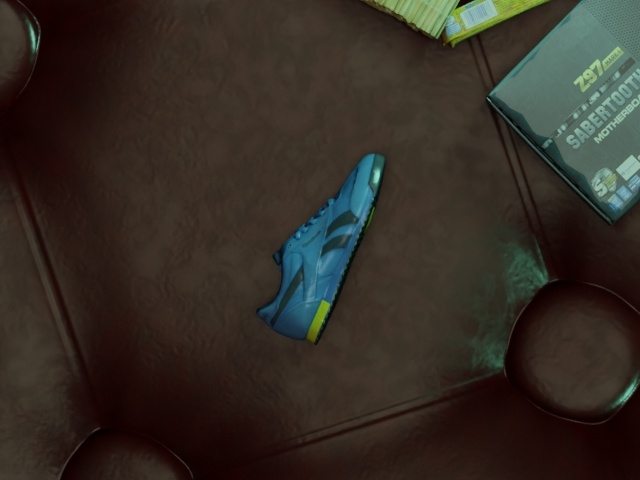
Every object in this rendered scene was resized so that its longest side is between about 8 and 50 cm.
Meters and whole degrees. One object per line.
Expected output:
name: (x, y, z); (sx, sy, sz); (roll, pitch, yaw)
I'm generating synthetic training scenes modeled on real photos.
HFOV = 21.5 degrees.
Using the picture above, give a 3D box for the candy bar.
candy bar: (0.193, -0.243, 1.707); (0.161, 0.018, 0.040); (-25, 88, 6)

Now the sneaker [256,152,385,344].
sneaker: (0.000, 0.000, 1.712); (0.082, 0.069, 0.209); (25, 95, 7)

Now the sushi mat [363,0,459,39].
sushi mat: (0.129, -0.373, 1.698); (0.151, 0.019, 0.316); (30, 95, 9)

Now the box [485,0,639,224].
box: (0.308, -0.159, 1.682); (0.233, 0.059, 0.183); (-44, 88, 6)
